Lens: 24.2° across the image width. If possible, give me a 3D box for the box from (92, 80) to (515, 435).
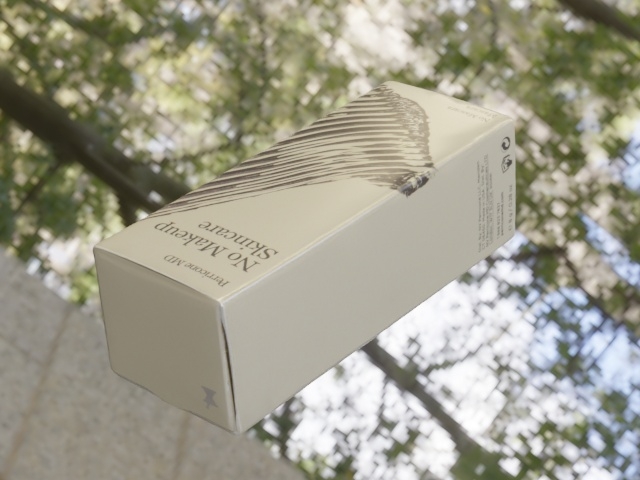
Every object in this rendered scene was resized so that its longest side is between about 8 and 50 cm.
[{"bbox_3d":[0.000,0.000,0.921,0.113,0.094,0.275,20,-142,35],"label":"box"}]
